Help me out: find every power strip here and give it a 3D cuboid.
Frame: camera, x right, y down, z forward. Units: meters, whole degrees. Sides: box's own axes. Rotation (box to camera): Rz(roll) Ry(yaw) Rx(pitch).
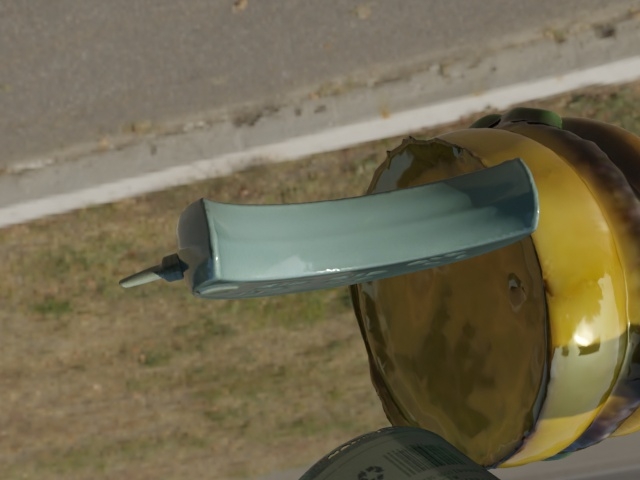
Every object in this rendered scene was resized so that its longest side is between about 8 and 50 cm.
[{"bbox_3d":[0.000,0.000,0.609,0.216,0.044,0.137,-9,172,-14],"label":"power strip"}]

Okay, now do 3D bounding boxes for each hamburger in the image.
[{"bbox_3d":[0.237,0.041,1.236,0.277,0.395,0.396,-10,165,-31],"label":"hamburger"}]

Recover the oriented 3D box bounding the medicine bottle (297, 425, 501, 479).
[{"bbox_3d":[0.110,0.313,0.857,0.245,0.245,0.290,7,-162,-40],"label":"medicine bottle"}]
